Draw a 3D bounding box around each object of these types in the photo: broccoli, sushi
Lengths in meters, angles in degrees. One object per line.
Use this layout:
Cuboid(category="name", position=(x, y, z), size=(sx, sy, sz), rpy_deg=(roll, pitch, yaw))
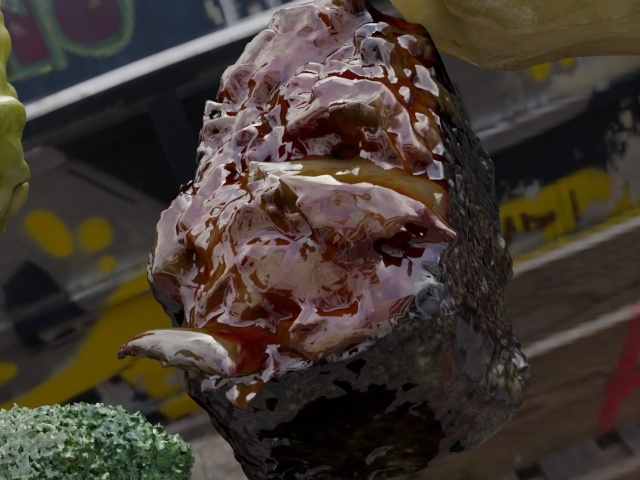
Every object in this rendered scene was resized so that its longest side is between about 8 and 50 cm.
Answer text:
Cuboid(category="broccoli", position=(-0.262, 0.334, 1.317), size=(0.310, 0.413, 0.321), rpy_deg=(-37, -4, -28))
Cuboid(category="sushi", position=(0.000, 0.000, 0.741), size=(0.196, 0.182, 0.343), rpy_deg=(-26, 30, 21))

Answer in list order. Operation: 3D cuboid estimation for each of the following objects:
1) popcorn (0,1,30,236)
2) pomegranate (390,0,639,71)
Cuboid(category="popcorn", position=(-0.323, -0.094, 0.880), size=(0.241, 0.235, 0.250), rpy_deg=(-6, 59, -11))
Cuboid(category="pomegranate", position=(0.168, -0.279, 0.911), size=(0.332, 0.333, 0.332), rpy_deg=(-14, 30, 8))
